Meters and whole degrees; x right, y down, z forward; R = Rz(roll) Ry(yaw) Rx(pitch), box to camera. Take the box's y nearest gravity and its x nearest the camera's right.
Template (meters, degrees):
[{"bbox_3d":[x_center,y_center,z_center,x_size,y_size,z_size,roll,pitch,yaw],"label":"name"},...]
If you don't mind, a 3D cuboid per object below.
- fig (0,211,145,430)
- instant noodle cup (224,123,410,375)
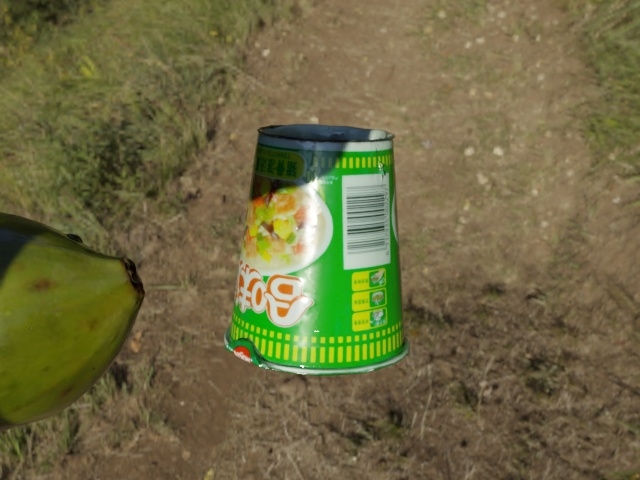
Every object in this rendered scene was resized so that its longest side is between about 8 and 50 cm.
[{"bbox_3d":[-0.263,0.058,0.729,0.225,0.203,0.203,-23,43,0],"label":"fig"},{"bbox_3d":[0.000,0.000,0.899,0.206,0.233,0.207,3,13,-1],"label":"instant noodle cup"}]
